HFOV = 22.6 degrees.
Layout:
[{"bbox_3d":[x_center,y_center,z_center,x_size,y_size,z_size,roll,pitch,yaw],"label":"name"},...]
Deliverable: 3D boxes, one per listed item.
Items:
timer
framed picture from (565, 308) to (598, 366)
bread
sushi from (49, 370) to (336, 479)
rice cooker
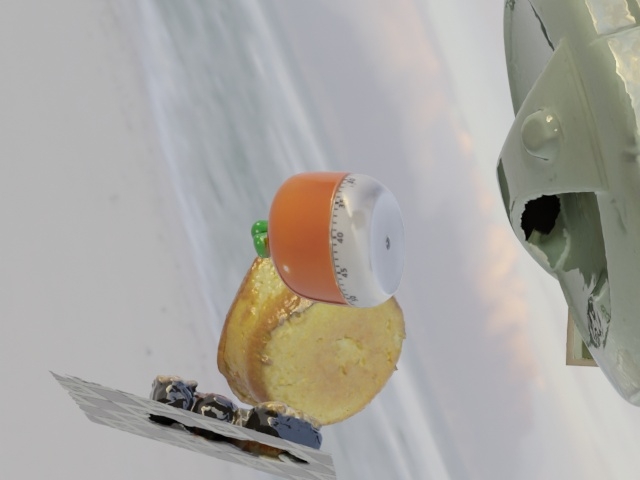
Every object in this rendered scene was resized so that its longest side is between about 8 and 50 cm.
[{"bbox_3d":[0.000,0.000,1.293,0.099,0.136,0.136,-72,148,-44],"label":"timer"},{"bbox_3d":[0.312,0.059,1.669,0.011,0.109,0.149,12,80,-64],"label":"framed picture"},{"bbox_3d":[-0.008,0.130,2.152,0.145,0.268,0.268,43,-20,57],"label":"bread"},{"bbox_3d":[-0.115,0.176,1.629,0.264,0.290,0.050,81,25,-72],"label":"sushi"},{"bbox_3d":[0.230,-0.062,0.852,0.288,0.277,0.288,-14,90,-89],"label":"rice cooker"}]
